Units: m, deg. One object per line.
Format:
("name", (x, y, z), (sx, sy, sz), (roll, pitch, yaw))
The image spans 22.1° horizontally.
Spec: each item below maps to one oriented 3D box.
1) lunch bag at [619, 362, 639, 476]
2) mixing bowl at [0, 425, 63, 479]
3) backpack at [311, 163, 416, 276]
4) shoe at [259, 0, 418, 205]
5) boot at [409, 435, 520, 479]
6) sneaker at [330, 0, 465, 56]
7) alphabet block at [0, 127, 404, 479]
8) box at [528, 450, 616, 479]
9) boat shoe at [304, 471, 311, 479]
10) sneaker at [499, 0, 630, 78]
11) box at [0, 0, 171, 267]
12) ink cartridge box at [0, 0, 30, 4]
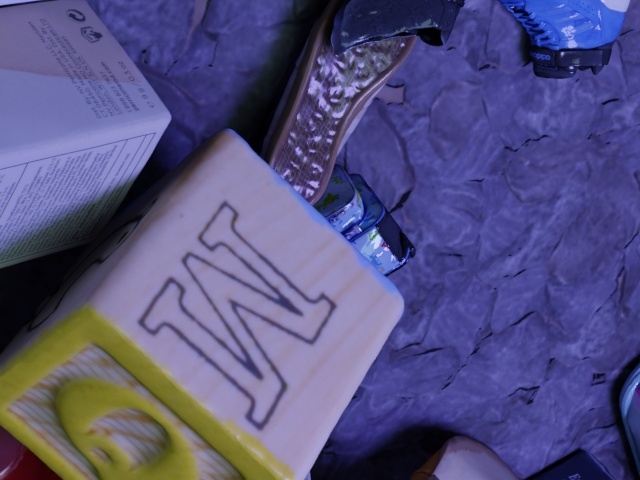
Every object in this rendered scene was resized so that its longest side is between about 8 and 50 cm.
("lunch bag", (0.433, 0.157, 1.586), (0.279, 0.108, 0.224), (-31, 121, -10))
("mixing bowl", (-0.258, 0.180, 1.261), (0.181, 0.098, 0.181), (-15, 125, -22))
("backpack", (0.000, 0.000, 1.301), (0.114, 0.105, 0.084), (-36, 117, 3))
("shoe", (0.009, -0.126, 1.271), (0.076, 0.058, 0.219), (31, 86, -19))
("boot", (0.069, 0.281, 1.434), (0.211, 0.104, 0.295), (-46, 164, 15))
("sneaker", (0.090, -0.186, 1.238), (0.170, 0.051, 0.089), (-3, 87, -16))
("alphabet block", (-0.091, 0.077, 1.169), (0.193, 0.192, 0.197), (43, 47, -10))
("box", (0.172, 0.424, 1.479), (0.395, 0.293, 0.212), (-27, 123, -11))
("boat shoe", (-0.076, 0.254, 1.355), (0.136, 0.156, 0.367), (13, 108, -31))
("sneaker", (0.181, -0.173, 1.328), (0.152, 0.058, 0.084), (5, 103, -35))
("box", (-0.265, -0.050, 1.039), (0.311, 0.121, 0.148), (-17, 153, -47))
("ink cartridge box", (-0.231, -0.290, 0.994), (0.307, 0.072, 0.303), (-17, 105, -46))
